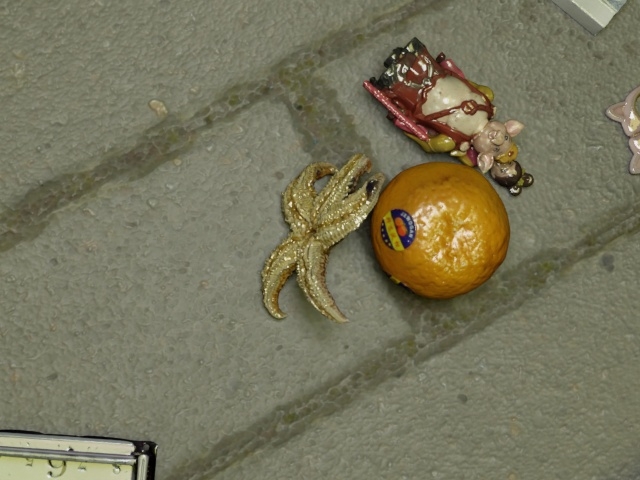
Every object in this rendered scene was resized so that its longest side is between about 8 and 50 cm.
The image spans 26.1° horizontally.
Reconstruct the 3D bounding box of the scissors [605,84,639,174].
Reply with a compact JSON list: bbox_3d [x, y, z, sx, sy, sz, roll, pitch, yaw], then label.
[{"bbox_3d":[0.545,-0.189,1.882,0.317,0.024,0.160,-21,86,-9],"label":"scissors"}]

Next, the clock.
[{"bbox_3d":[-0.323,0.329,1.683,0.253,0.083,0.186,6,84,-7],"label":"clock"}]

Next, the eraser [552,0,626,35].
[{"bbox_3d":[0.408,-0.387,1.872,0.092,0.046,0.212,38,81,-3],"label":"eraser"}]

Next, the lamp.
[{"bbox_3d":[0.180,-0.152,1.785,0.253,0.118,0.118,43,81,0],"label":"lamp"}]

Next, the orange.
[{"bbox_3d":[0.149,-0.013,1.746,0.177,0.155,0.178,0,89,-1],"label":"orange"}]

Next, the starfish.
[{"bbox_3d":[-0.002,0.000,1.741,0.071,0.216,0.238,23,116,-34],"label":"starfish"}]
